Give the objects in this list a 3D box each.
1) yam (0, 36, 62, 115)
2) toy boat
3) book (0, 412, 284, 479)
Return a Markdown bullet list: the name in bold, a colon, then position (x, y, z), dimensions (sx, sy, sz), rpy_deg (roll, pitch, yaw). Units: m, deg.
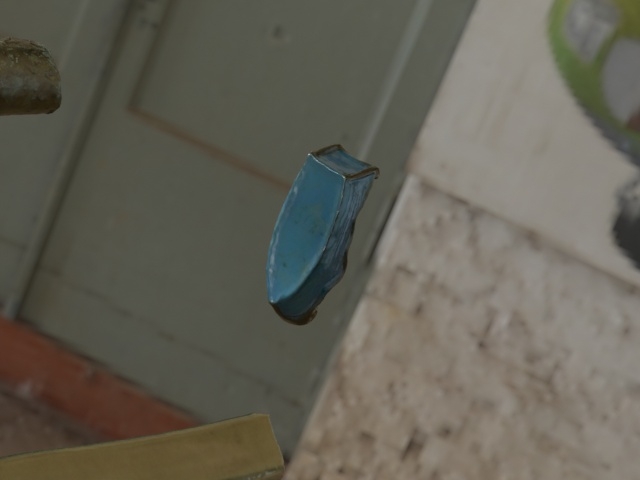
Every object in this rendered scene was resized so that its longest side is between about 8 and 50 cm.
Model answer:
- **yam**: position (-0.317, -0.147, 1.789), dimensions (0.179, 0.078, 0.078), rpy_deg (-2, 28, -38)
- **toy boat**: position (0.000, 0.000, 1.937), dimensions (0.075, 0.185, 0.077), rpy_deg (30, 17, 32)
- **book**: position (-0.235, 0.173, 1.105), dimensions (0.260, 0.371, 0.043), rpy_deg (-1, 72, -59)
